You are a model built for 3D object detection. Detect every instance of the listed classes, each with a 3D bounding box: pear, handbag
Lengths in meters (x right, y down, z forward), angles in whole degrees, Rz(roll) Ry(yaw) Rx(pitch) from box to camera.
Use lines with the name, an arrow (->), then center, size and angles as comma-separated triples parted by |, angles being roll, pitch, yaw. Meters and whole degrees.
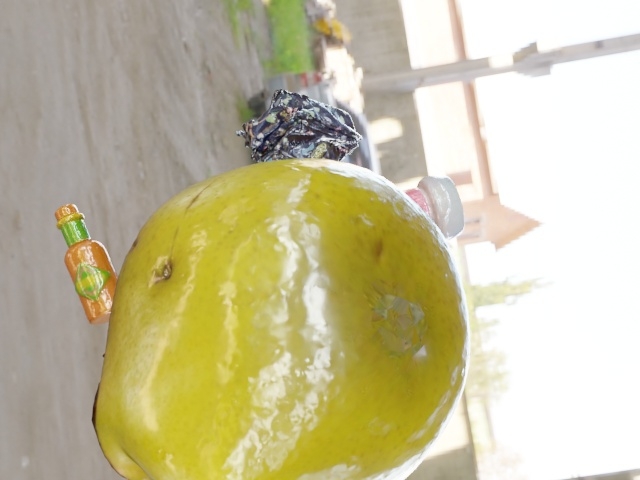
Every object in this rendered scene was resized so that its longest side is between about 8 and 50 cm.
pear -> -0.002, 0.084, 0.869 | 0.340, 0.191, 0.386 | 46, 55, -17
handbag -> -0.036, -0.192, 1.898 | 0.260, 0.162, 0.113 | 15, 38, -53

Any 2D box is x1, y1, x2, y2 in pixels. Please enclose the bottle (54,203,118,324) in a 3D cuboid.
bottle -> -0.353, 0.033, 1.463 | 0.187, 0.069, 0.069 | 63, 1, 12

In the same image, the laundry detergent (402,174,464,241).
laundry detergent -> 0.000, 0.000, 1.113 | 0.159, 0.335, 0.088 | -116, -166, -51
